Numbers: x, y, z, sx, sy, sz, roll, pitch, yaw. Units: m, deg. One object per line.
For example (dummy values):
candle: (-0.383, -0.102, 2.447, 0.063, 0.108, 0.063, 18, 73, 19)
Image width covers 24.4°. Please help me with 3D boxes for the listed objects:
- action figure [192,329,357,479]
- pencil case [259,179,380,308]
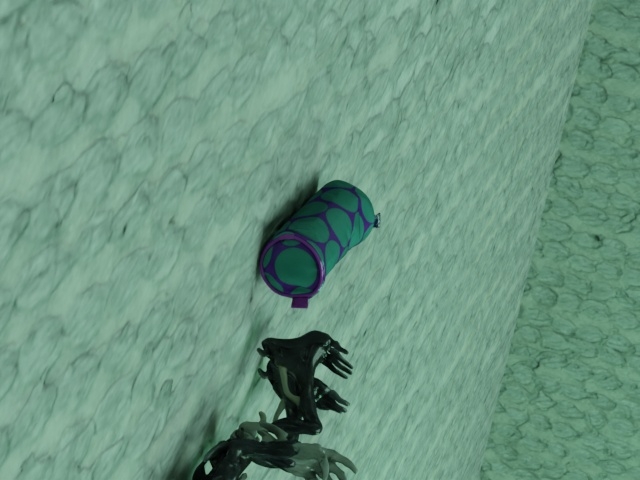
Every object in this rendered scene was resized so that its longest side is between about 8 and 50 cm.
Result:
action figure: (-0.041, 0.210, 1.270, 0.164, 0.141, 0.275, 107, 7, -50)
pencil case: (0.000, 0.000, 1.329, 0.152, 0.065, 0.070, -45, 132, -60)
